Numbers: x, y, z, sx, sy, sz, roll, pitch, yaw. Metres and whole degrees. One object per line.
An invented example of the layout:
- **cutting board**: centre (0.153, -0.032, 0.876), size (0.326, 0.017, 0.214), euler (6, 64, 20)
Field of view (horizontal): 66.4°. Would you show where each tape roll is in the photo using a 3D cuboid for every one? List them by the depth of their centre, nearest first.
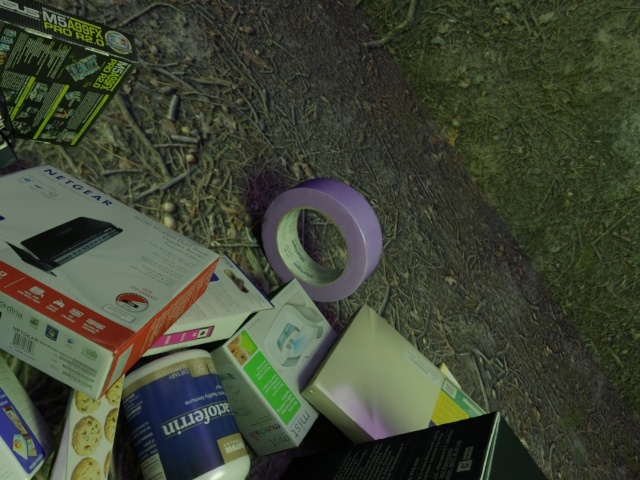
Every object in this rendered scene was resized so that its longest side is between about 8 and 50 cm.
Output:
- **tape roll**: centre (0.000, 0.000, 1.124), size (0.275, 0.274, 0.090), euler (57, 37, -3)

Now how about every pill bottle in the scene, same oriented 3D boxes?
- **pill bottle**: centre (-0.199, 0.318, 0.752), size (0.153, 0.153, 0.265), euler (-2, 58, -49)

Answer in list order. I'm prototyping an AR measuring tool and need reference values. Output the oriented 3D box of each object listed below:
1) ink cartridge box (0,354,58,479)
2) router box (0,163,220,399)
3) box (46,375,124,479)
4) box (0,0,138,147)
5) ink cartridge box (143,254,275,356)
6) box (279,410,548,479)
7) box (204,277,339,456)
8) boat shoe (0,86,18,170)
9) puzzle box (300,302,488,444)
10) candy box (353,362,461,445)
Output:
- **ink cartridge box**: centre (-0.408, 0.196, 0.598), size (0.045, 0.206, 0.208), euler (-32, 91, -22)
- **router box**: centre (-0.357, 0.029, 0.690), size (0.335, 0.082, 0.301), euler (28, 23, 1)
- **box**: centre (-0.318, 0.234, 0.680), size (0.067, 0.063, 0.324), euler (19, 29, -24)
- **box**: centre (-0.458, -0.258, 0.789), size (0.216, 0.270, 0.060), euler (1, 66, -47)
- **ink cartridge box**: centre (-0.267, 0.101, 0.816), size (0.370, 0.069, 0.175), euler (-4, 37, -47)
- **box**: centre (0.179, 0.587, 0.764), size (0.480, 0.471, 0.297), euler (54, 36, -6)
- **box**: centre (-0.087, 0.248, 0.985), size (0.231, 0.126, 0.262), euler (54, 37, -3)
- **boat shoe**: centre (-0.596, -0.112, 0.669), size (0.340, 0.158, 0.127), euler (-22, 78, -23)
- **puzzle box**: centre (0.179, 0.347, 0.991), size (0.409, 0.052, 0.272), euler (42, 37, 2)
- **candy box**: centre (0.192, 0.429, 1.123), size (0.088, 0.183, 0.316), euler (54, 37, -4)
